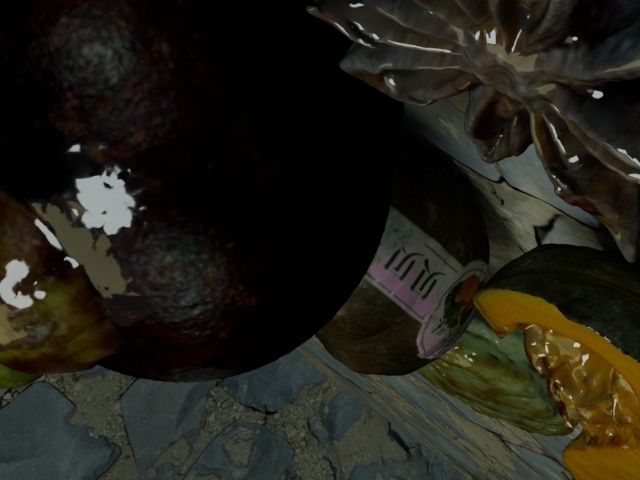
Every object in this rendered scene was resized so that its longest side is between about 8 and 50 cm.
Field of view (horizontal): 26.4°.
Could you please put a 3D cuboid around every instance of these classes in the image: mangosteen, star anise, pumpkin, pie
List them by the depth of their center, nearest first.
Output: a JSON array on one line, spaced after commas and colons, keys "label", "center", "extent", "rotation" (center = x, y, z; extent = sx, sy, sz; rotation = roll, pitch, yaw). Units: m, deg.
[{"label": "star anise", "center": [0.072, -0.092, 0.570], "extent": [0.262, 0.081, 0.230], "rotation": [32, 169, 12]}, {"label": "mangosteen", "center": [-0.108, -0.058, 0.757], "extent": [0.297, 0.313, 0.297], "rotation": [45, -145, -45]}, {"label": "pumpkin", "center": [0.221, 0.097, 0.852], "extent": [0.163, 0.111, 0.278], "rotation": [25, 154, 45]}, {"label": "pumpkin", "center": [-0.002, 0.002, 1.024], "extent": [0.260, 0.189, 0.260], "rotation": [40, 171, 7]}, {"label": "pie", "center": [0.154, 0.107, 1.245], "extent": [0.201, 0.090, 0.248], "rotation": [29, 172, -2]}]
